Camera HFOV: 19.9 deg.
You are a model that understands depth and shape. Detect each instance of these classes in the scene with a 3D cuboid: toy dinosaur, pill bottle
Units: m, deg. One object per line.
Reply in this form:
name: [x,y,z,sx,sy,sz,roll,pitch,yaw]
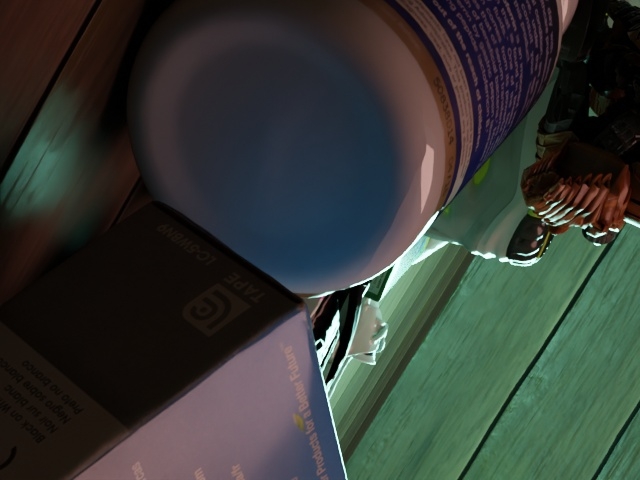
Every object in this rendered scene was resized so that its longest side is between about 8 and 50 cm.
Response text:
toy dinosaur: [0.199,-0.079,1.101,0.322,0.164,0.218,-76,-178,-63]
pill bottle: [0.031,-0.095,0.895,0.264,0.153,0.153,-46,165,-53]

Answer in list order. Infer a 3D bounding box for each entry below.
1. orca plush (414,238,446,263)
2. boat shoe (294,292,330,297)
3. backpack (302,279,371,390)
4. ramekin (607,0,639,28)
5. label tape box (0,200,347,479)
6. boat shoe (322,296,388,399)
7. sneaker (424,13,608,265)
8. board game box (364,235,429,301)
orca plush: [0.132,-0.096,1.641,0.287,0.151,0.102,-35,138,20]
boat shoe: [0.005,-0.070,1.056,0.307,0.111,0.104,-63,177,-64]
backpack: [-0.045,0.057,1.161,0.182,0.115,0.152,-59,-177,3]
ramekin: [0.350,-0.297,1.675,0.273,0.273,0.127,-60,-178,19]
label tape box: [-0.138,0.175,0.725,0.334,0.106,0.240,-37,139,-24]
boat shoe: [0.022,0.089,1.753,0.258,0.084,0.095,-58,171,5]
sneaker: [0.130,-0.182,1.261,0.145,0.147,0.384,65,39,-73]
board game box: [0.109,-0.119,1.479,0.317,0.046,0.213,-67,171,15]
